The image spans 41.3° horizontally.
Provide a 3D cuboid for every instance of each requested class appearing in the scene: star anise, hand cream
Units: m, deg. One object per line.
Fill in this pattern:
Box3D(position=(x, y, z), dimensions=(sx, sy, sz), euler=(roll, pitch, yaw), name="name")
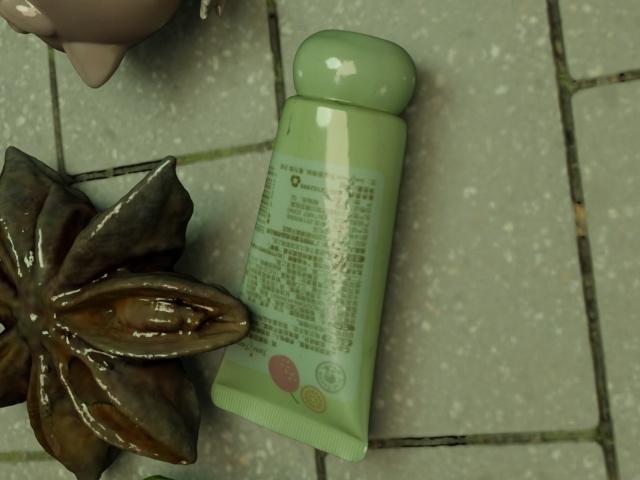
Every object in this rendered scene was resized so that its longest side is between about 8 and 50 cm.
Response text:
Box3D(position=(-0.191, 0.047, 0.690), dimensions=(0.315, 0.108, 0.315), euler=(1, 91, 36), name="star anise")
Box3D(position=(0.000, 0.000, 0.638), dimensions=(0.147, 0.093, 0.306), euler=(15, 95, 30), name="hand cream")

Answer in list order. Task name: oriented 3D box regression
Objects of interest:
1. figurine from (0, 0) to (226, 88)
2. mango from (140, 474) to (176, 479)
Box3D(position=(-0.142, -0.261, 0.687), dimensions=(0.176, 0.186, 0.287), euler=(37, 79, -20), name="figurine")
Box3D(position=(-0.143, 0.257, 0.695), dimensions=(0.165, 0.074, 0.091), euler=(-55, 43, 30), name="mango")
